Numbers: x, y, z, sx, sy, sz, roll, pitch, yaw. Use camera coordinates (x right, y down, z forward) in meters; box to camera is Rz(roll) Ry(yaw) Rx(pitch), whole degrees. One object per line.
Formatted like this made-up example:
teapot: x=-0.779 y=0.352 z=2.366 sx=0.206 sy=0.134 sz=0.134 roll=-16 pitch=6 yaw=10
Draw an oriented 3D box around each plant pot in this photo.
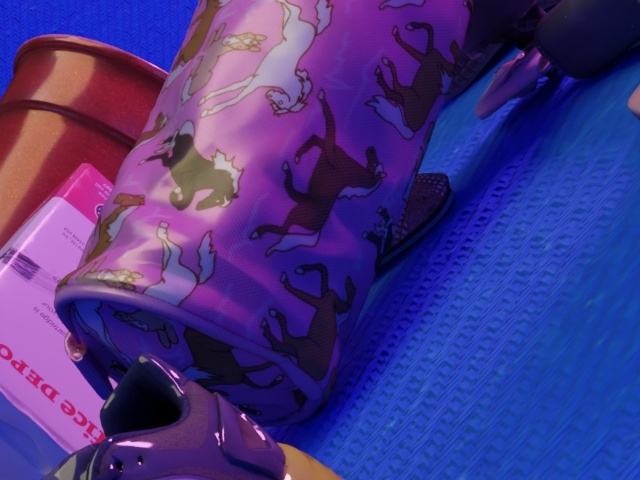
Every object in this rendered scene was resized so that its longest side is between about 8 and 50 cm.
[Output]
plant pot: x=-0.223 y=0.006 z=1.621 sx=0.265 sy=0.272 sz=0.272 roll=-60 pitch=14 yaw=-24

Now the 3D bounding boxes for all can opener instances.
can opener: x=0.142 y=-0.147 z=1.058 sx=0.076 sy=0.095 sz=0.283 roll=-51 pitch=4 yaw=-21

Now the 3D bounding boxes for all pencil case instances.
pencil case: x=-0.019 y=-0.082 z=1.052 sx=0.167 sy=0.160 sz=0.386 roll=-29 pitch=38 yaw=59

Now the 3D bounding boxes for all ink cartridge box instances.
ink cartridge box: x=-0.172 y=0.082 z=1.261 sx=0.100 sy=0.172 sz=0.237 roll=-41 pitch=11 yaw=34

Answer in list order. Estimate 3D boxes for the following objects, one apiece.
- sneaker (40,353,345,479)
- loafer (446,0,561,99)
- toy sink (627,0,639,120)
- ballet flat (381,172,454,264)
sneaker: x=-0.078 y=0.152 z=0.721 sx=0.111 sy=0.121 sz=0.300 roll=-43 pitch=10 yaw=22
loafer: x=0.139 y=-0.207 z=1.333 sx=0.251 sy=0.094 sz=0.087 roll=-40 pitch=16 yaw=36
toy sink: x=0.199 y=-0.174 z=0.821 sx=0.234 sy=0.131 sz=0.153 roll=-47 pitch=9 yaw=3
ballet flat: x=0.000 y=0.000 z=1.168 sx=0.206 sy=0.067 sz=0.073 roll=-38 pitch=13 yaw=41
